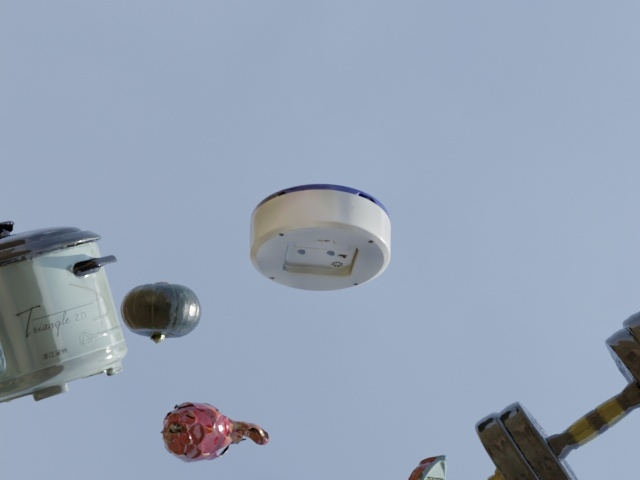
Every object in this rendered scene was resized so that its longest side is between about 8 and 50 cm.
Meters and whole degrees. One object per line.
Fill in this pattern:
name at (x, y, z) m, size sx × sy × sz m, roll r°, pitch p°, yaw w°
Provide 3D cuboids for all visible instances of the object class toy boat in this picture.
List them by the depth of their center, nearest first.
toy boat at (0.162, 0.410, 1.857) m, size 0.058 × 0.069 × 0.173 m, roll 6°, pitch -99°, yaw 40°

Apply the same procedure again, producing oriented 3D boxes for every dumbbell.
dumbbell at (0.368, 0.240, 1.622) m, size 0.388 × 0.185 × 0.185 m, roll -35°, pitch -119°, yaw 5°

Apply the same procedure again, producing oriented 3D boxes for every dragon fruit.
dragon fruit at (-0.163, 0.291, 1.833) m, size 0.094 × 0.190 × 0.094 m, roll -12°, pitch -108°, yaw 44°

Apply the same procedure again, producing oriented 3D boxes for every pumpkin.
pumpkin at (-0.330, 0.147, 2.520) m, size 0.167 × 0.167 × 0.125 m, roll 5°, pitch -79°, yaw 52°

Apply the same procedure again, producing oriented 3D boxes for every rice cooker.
rice cooker at (-0.379, 0.087, 1.551) m, size 0.280 × 0.241 × 0.227 m, roll -16°, pitch -90°, yaw 25°

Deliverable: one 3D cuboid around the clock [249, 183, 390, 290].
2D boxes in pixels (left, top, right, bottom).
clock at (0.000, 0.000, 1.979) m, size 0.230 × 0.230 × 0.083 m, roll -43°, pitch -141°, yaw 46°
